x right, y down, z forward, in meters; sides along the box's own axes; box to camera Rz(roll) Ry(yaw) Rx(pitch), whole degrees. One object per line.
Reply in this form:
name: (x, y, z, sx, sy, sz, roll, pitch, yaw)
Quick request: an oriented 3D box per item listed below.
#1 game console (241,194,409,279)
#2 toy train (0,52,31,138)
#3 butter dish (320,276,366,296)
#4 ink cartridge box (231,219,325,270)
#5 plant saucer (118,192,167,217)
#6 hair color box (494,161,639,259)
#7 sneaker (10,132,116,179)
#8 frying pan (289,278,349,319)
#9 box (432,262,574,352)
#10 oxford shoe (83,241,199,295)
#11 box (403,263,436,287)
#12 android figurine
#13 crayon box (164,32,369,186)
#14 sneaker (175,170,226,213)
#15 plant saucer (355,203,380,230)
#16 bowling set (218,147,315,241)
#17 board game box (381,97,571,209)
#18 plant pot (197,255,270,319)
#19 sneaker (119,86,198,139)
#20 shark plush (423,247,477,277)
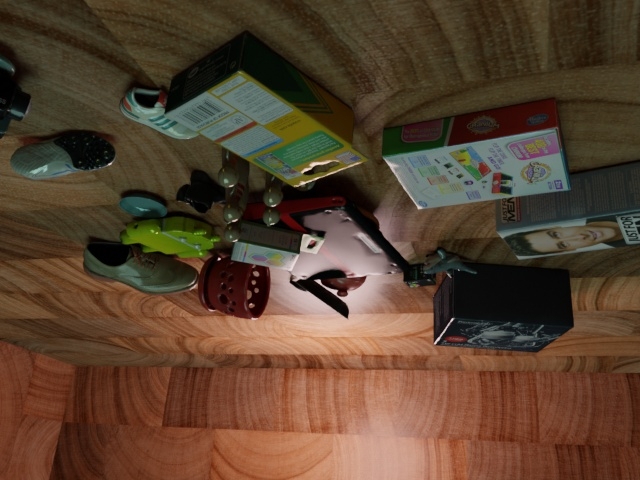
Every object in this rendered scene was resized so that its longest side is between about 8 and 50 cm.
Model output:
game console: (0.000, 0.000, 1.582, 0.342, 0.060, 0.386, -8, 152, 29)
toy train: (-0.670, -0.275, 1.060, 0.334, 0.142, 0.190, 20, 162, -32)
butter dish: (0.066, 0.107, 1.836, 0.160, 0.118, 0.160, 13, 157, -19)
ink cartridge box: (-0.103, 0.019, 1.508, 0.209, 0.062, 0.109, 11, 154, -9)
plant saucer: (-0.445, -0.091, 1.586, 0.120, 0.021, 0.119, 4, 157, 2)
hair color box: (0.584, -0.061, 1.347, 0.375, 0.113, 0.185, -9, 154, 31)
sneaker: (-0.538, -0.179, 1.340, 0.237, 0.085, 0.086, -5, -178, 13)
frying pan: (0.003, 0.170, 1.928, 0.197, 0.053, 0.326, 36, 176, -3)
box: (0.538, 0.211, 1.918, 0.344, 0.178, 0.312, 4, 156, 1)
oxford shoe: (-0.537, 0.081, 1.889, 0.349, 0.122, 0.130, 8, 152, -11)
box: (0.295, 0.104, 1.870, 0.083, 0.052, 0.062, -8, 155, 26)
android figurine: (-0.403, -0.008, 1.719, 0.273, 0.056, 0.248, -5, 161, 24)
crayon box: (-0.086, -0.218, 1.139, 0.203, 0.083, 0.323, -16, 149, 40)
sneaker: (-0.266, -0.097, 1.452, 0.051, 0.089, 0.170, -6, 155, 23)
plant saucer: (0.049, -0.047, 1.577, 0.200, 0.037, 0.200, 3, 157, 1)
bowling set: (-0.113, -0.103, 1.325, 0.200, 0.154, 0.287, 4, 158, 1)
board game box: (0.309, -0.156, 1.233, 0.317, 0.064, 0.242, -6, 155, 24)
plant pot: (-0.260, 0.133, 1.874, 0.174, 0.191, 0.191, 4, 158, 15)
sneaker: (-0.284, -0.237, 1.162, 0.161, 0.057, 0.075, 18, 159, -23)
shark plush: (0.359, 0.076, 1.770, 0.161, 0.067, 0.073, 17, 154, -27)
